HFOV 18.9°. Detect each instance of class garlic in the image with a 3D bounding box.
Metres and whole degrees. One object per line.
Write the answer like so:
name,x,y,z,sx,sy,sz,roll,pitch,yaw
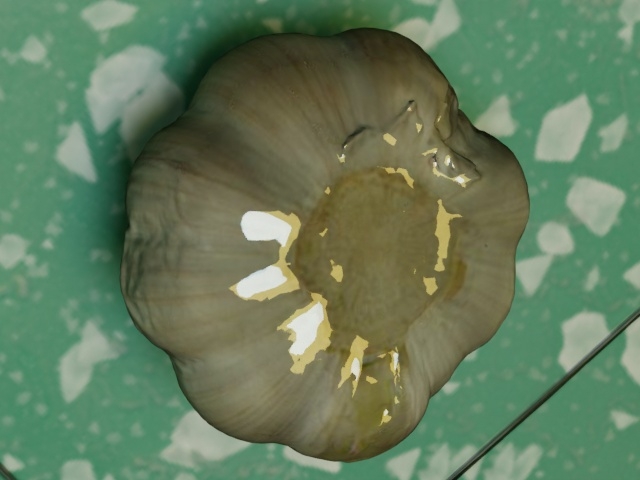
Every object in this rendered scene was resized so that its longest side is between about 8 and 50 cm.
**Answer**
garlic,-0.004,0.000,1.018,0.227,0.152,0.228,-1,92,-17
